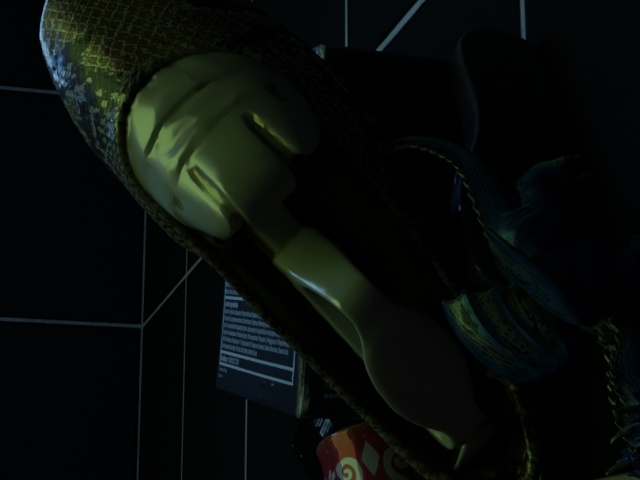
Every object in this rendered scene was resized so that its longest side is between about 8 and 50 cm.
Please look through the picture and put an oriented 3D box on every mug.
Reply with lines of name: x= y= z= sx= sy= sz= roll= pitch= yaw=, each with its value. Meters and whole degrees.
mug: x=0.076 y=0.255 z=1.270 sx=0.113 sy=0.150 sz=0.169 roll=-27 pitch=57 yaw=30

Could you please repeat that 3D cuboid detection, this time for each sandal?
sandal: x=0.139 y=-0.053 z=1.094 sx=0.054 sy=0.097 sz=0.254 roll=113 pitch=167 yaw=-47

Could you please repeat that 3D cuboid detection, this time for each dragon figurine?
dragon figurine: x=0.132 y=0.026 z=0.881 sx=0.144 sy=0.289 sz=0.085 roll=-42 pitch=-17 yaw=-42

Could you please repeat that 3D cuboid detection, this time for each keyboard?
keyboard: x=0.012 y=0.190 z=1.627 sx=0.100 sy=0.038 sz=0.192 roll=57 pitch=146 yaw=28

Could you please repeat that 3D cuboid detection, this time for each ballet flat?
ballet flat: x=0.000 y=0.000 z=0.997 sx=0.164 sy=0.483 sz=0.182 roll=-40 pitch=15 yaw=6

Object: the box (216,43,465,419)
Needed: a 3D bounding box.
box: x=0.032 y=-0.001 z=1.288 sx=0.296 sy=0.183 sz=0.294 roll=179 pitch=94 yaw=-73
